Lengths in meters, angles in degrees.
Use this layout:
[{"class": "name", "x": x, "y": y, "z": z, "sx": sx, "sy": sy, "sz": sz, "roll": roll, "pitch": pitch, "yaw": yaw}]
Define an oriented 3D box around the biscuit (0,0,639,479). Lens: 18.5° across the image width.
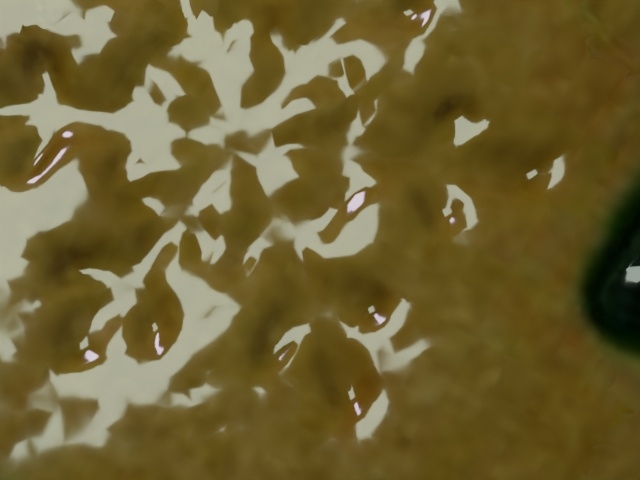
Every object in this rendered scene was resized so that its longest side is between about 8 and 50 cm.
[{"class": "biscuit", "x": 0.000, "y": 0.000, "z": 0.451, "sx": 0.287, "sy": 0.057, "sz": 0.344, "roll": 38, "pitch": 87, "yaw": 5}]
